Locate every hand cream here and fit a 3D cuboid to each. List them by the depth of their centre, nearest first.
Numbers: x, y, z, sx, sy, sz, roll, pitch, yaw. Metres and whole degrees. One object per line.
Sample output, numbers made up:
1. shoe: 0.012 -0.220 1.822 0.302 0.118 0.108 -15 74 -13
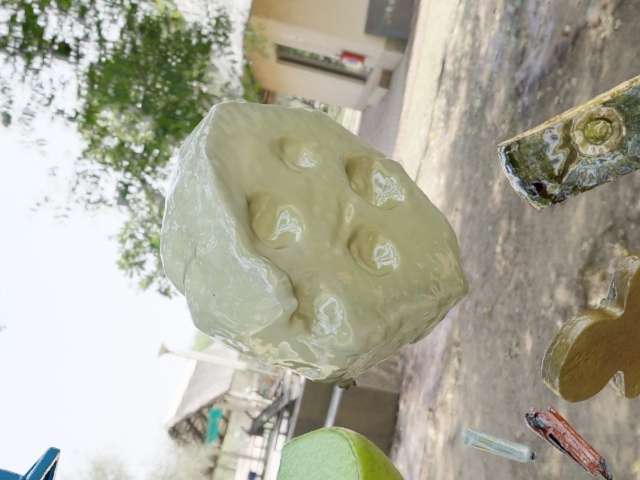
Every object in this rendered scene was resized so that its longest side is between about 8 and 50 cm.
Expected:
1. hand cream: 0.458 0.532 1.740 0.042 0.195 0.067 -53 -36 -45

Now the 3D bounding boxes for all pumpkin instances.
1. pumpkin: 0.453 -0.166 1.077 0.317 0.139 0.222 -29 -1 27

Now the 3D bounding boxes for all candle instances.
1. candle: 0.630 0.516 1.701 0.084 0.059 0.301 -61 33 11

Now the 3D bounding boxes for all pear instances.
1. pear: 0.065 0.506 1.080 0.239 0.318 0.342 -27 26 26

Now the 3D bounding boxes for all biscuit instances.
1. biscuit: 0.378 0.094 0.798 0.049 0.302 0.196 33 141 57

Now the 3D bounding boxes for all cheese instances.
1. cheese: 0.000 0.000 0.673 0.115 0.326 0.318 -51 16 37

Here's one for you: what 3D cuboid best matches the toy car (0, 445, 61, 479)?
1. toy car: -0.211 0.225 0.513 0.097 0.191 0.100 -86 19 -72
